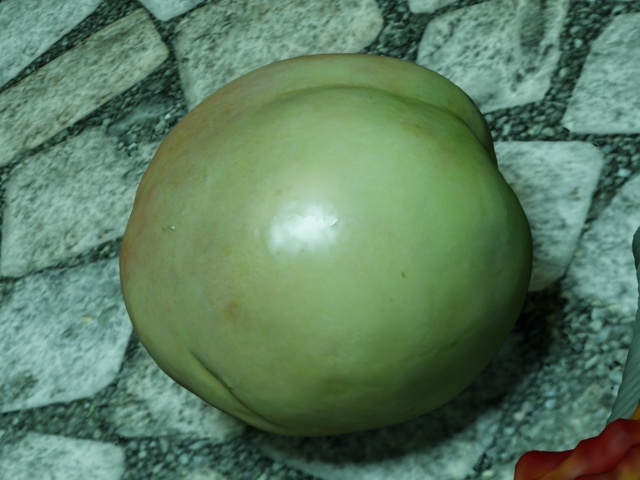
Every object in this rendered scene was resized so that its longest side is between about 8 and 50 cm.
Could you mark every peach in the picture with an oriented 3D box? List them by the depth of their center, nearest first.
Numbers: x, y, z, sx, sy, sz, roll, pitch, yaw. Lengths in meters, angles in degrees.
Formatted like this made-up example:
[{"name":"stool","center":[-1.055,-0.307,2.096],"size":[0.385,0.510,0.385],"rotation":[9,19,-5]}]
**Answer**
[{"name":"peach","center":[0.000,0.000,1.137],"size":[0.292,0.247,0.292],"rotation":[-2,50,2]}]

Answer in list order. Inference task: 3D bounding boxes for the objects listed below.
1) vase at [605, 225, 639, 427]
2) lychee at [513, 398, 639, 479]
[{"name":"vase","center":[0.225,0.083,1.019],"size":[0.115,0.115,0.237],"rotation":[-8,41,27]},{"name":"lychee","center":[0.197,0.258,0.585],"size":[0.424,0.424,0.500],"rotation":[-8,21,28]}]
